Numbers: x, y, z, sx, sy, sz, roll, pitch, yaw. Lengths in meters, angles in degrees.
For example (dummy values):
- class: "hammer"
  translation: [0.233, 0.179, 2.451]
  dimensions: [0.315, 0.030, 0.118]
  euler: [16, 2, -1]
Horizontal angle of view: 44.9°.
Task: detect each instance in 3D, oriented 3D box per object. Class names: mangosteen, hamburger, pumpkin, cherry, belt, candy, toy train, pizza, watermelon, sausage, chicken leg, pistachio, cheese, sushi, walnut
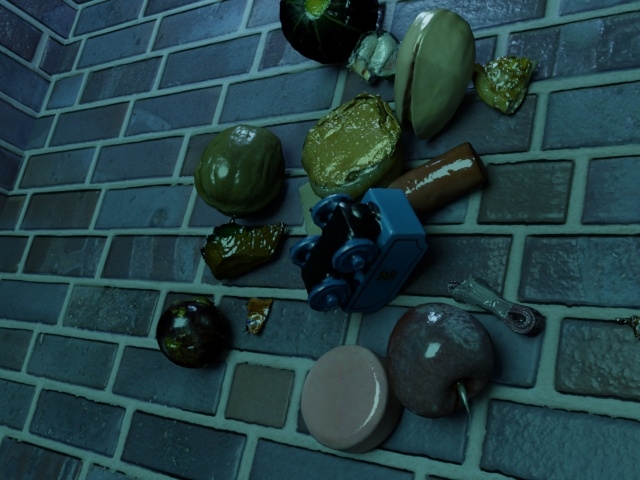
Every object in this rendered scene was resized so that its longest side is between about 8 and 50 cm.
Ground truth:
- class: "mangosteen"
  translation: [-0.346, 0.242, 2.132]
  dimensions: [0.192, 0.192, 0.217]
  euler: [-31, 16, 24]
- class: "hamburger"
  translation: [0.094, -0.221, 1.999]
  dimensions: [0.318, 0.158, 0.319]
  euler: [-19, 57, 32]
- class: "pumpkin"
  translation: [0.035, -0.652, 2.231]
  dimensions: [0.295, 0.296, 0.296]
  euler: [-18, 59, 32]
- class: "cherry"
  translation: [0.247, 0.249, 1.612]
  dimensions: [0.236, 0.213, 0.285]
  euler: [-35, 41, 10]
- class: "belt"
  translation: [0.377, 0.137, 1.670]
  dimensions: [0.232, 0.053, 0.071]
  euler: [28, 95, 43]
- class: "candy"
  translation: [0.064, 0.364, 1.782]
  dimensions: [0.255, 0.094, 0.255]
  euler: [-17, 60, 32]
- class: "toy train"
  translation: [0.088, 0.032, 1.789]
  dimensions: [0.300, 0.265, 0.188]
  euler: [-61, 41, 41]
- class: "pizza"
  translation: [0.449, -0.391, 1.864]
  dimensions: [0.161, 0.062, 0.182]
  euler: [-28, 52, 24]
- class: "watermelon"
  translation: [0.244, -0.491, 2.079]
  dimensions: [0.187, 0.071, 0.139]
  euler: [-18, 51, 41]
- class: "sausage"
  translation: [0.266, -0.134, 1.854]
  dimensions: [0.259, 0.113, 0.114]
  euler: [-27, 54, 25]
- class: "chicken leg"
  translation: [0.608, 0.165, 1.490]
  dimensions: [0.036, 0.021, 0.083]
  euler: [-57, 45, 15]
- class: "pistachio"
  translation: [0.273, -0.407, 1.905]
  dimensions: [0.193, 0.214, 0.318]
  euler: [25, 112, 32]
- class: "cheese"
  translation: [0.002, 0.000, 2.054]
  dimensions: [0.085, 0.034, 0.400]
  euler: [-25, 56, 22]
- class: "sushi"
  translation: [-0.238, 0.010, 2.160]
  dimensions: [0.287, 0.149, 0.140]
  euler: [-28, 50, 33]
- class: "walnut"
  translation: [-0.230, -0.200, 2.205]
  dimensions: [0.282, 0.227, 0.283]
  euler: [0, 62, 0]

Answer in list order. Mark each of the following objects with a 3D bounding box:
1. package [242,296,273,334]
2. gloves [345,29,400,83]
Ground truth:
- class: "package"
  translation: [-0.177, 0.203, 2.097]
  dimensions: [0.077, 0.033, 0.111]
  euler: [-4, 62, 48]
- class: "gloves"
  translation: [0.146, -0.516, 2.144]
  dimensions: [0.114, 0.070, 0.153]
  euler: [39, 95, -1]
